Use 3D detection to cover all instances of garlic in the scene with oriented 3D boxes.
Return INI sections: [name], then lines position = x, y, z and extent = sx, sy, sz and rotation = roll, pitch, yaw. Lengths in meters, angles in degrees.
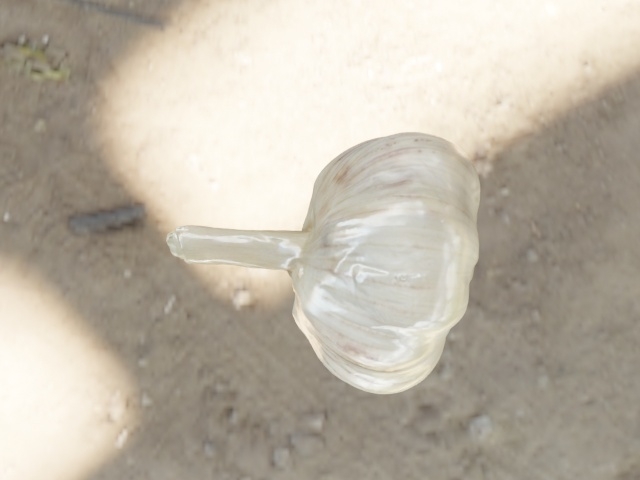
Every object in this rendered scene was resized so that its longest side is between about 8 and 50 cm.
[garlic]
position = 0.000, 0.000, 1.321
extent = 0.226, 0.199, 0.199
rotation = 10, 122, -4
